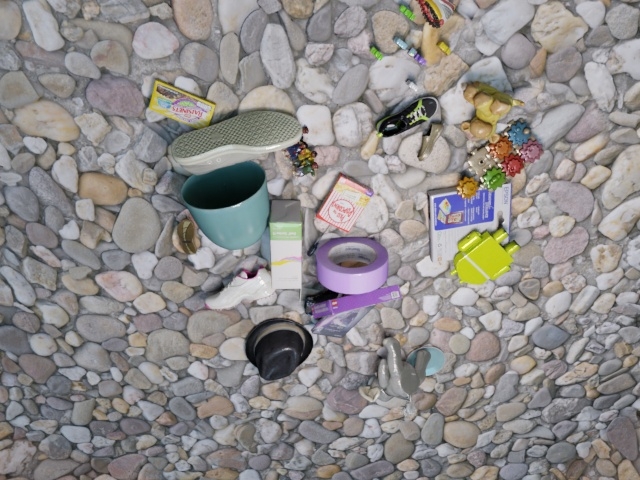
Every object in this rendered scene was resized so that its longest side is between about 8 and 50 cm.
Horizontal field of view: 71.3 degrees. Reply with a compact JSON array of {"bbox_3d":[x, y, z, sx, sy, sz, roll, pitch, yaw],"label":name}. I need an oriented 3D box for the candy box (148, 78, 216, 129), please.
[{"bbox_3d":[-0.470,-0.457,1.520,0.205,0.027,0.105,20,120,-12],"label":"candy box"}]

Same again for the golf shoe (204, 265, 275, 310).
[{"bbox_3d":[-0.343,0.194,1.851,0.306,0.115,0.140,-16,108,0],"label":"golf shoe"}]

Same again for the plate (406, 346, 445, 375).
[{"bbox_3d":[0.498,0.570,2.123,0.188,0.024,0.188,0,119,-1],"label":"plate"}]

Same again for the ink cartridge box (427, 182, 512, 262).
[{"bbox_3d":[0.580,-0.072,1.747,0.307,0.072,0.304,-9,118,0],"label":"ink cartridge box"}]

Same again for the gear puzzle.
[{"bbox_3d":[0.629,-0.275,1.604,0.339,0.044,0.175,-38,101,9],"label":"gear puzzle"}]

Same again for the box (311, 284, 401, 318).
[{"bbox_3d":[0.133,0.235,1.707,0.293,0.201,0.057,-9,80,-23],"label":"box"}]

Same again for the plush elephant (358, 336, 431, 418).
[{"bbox_3d":[0.324,0.628,2.021,0.271,0.330,0.255,18,155,-30],"label":"plush elephant"}]

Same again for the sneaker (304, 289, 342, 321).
[{"bbox_3d":[0.003,0.250,1.897,0.121,0.079,0.217,25,116,-15],"label":"sneaker"}]

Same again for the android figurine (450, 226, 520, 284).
[{"bbox_3d":[0.641,0.072,1.760,0.248,0.056,0.273,37,114,-23],"label":"android figurine"}]

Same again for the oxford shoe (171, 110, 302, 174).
[{"bbox_3d":[-0.282,-0.333,1.544,0.449,0.169,0.130,-15,154,-1],"label":"oxford shoe"}]

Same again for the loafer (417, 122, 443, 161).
[{"bbox_3d":[0.382,-0.354,1.591,0.050,0.056,0.148,24,106,-13],"label":"loafer"}]

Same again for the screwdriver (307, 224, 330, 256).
[{"bbox_3d":[0.000,0.000,1.793,0.025,0.024,0.170,44,110,9],"label":"screwdriver"}]

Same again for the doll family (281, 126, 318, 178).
[{"bbox_3d":[-0.068,-0.318,1.585,0.111,0.076,0.193,-23,114,16],"label":"doll family"}]

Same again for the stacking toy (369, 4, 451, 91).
[{"bbox_3d":[0.290,-0.616,1.446,0.221,0.052,0.167,34,111,-17],"label":"stacking toy"}]

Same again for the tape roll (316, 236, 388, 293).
[{"bbox_3d":[0.120,0.089,1.700,0.274,0.275,0.090,-2,119,-1],"label":"tape roll"}]

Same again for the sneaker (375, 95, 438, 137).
[{"bbox_3d":[0.301,-0.409,1.530,0.234,0.097,0.084,-26,117,12],"label":"sneaker"}]

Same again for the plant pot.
[{"bbox_3d":[-0.311,-0.110,1.583,0.292,0.293,0.235,-8,132,3],"label":"plant pot"}]

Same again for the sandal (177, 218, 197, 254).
[{"bbox_3d":[-0.518,-0.019,1.755,0.072,0.049,0.180,5,133,1],"label":"sandal"}]

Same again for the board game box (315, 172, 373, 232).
[{"bbox_3d":[0.091,-0.142,1.702,0.146,0.045,0.194,24,116,-14],"label":"board game box"}]

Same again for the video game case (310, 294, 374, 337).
[{"bbox_3d":[0.111,0.320,1.924,0.196,0.026,0.274,20,121,-43],"label":"video game case"}]

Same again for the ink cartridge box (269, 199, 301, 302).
[{"bbox_3d":[-0.131,0.045,1.706,0.119,0.207,0.354,0,119,-3],"label":"ink cartridge box"}]

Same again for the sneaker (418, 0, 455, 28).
[{"bbox_3d":[0.328,-0.767,1.353,0.092,0.088,0.225,-41,114,-3],"label":"sneaker"}]

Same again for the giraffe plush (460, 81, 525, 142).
[{"bbox_3d":[0.561,-0.423,1.517,0.210,0.181,0.171,-12,138,-35],"label":"giraffe plush"}]

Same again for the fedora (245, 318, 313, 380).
[{"bbox_3d":[-0.189,0.514,1.997,0.333,0.153,0.334,-1,119,-1],"label":"fedora"}]
